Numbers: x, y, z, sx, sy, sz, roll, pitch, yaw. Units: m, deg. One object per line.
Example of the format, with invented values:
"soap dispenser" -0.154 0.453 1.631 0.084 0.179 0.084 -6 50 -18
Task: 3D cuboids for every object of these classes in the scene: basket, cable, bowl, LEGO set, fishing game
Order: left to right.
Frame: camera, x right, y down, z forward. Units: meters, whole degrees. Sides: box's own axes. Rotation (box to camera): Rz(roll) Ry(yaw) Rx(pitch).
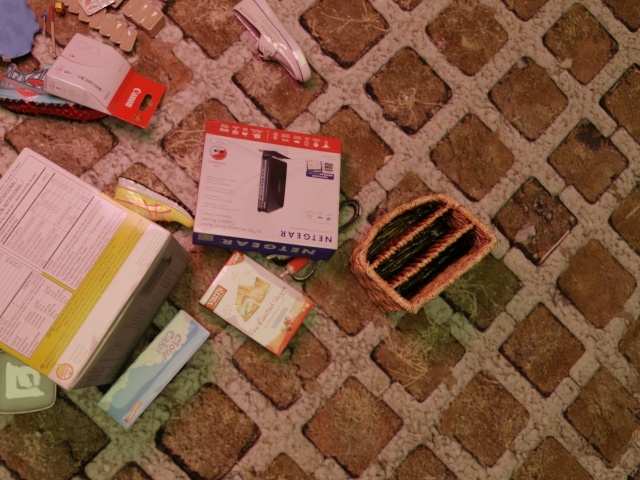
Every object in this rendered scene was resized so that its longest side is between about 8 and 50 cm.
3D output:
"fishing game" -0.739 -0.501 1.458 0.264 0.041 0.189 0 79 -46
"bowl" -0.658 0.309 1.417 0.142 0.053 0.141 -3 83 -13
"LEGO set" -0.557 -0.650 1.539 0.244 0.060 0.182 -33 80 -10
"cable" 0.000 0.000 1.582 0.287 0.072 0.139 -29 87 -13
"basket" 0.235 0.016 1.554 0.299 0.223 0.213 -36 91 -13

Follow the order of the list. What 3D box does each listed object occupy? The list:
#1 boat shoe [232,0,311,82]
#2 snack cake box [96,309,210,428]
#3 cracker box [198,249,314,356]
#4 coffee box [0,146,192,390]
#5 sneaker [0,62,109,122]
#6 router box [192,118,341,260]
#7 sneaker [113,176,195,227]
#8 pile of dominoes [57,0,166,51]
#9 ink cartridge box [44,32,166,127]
"boat shoe" -0.125 -0.500 1.609 0.088 0.096 0.267 -34 90 -10
"snack cake box" -0.369 0.281 1.430 0.089 0.152 0.264 42 77 -4
"cracker box" -0.155 0.150 1.535 0.232 0.067 0.155 35 77 -5
"coffee box" -0.513 0.071 1.314 0.335 0.337 0.338 30 78 1
"sneaker" -0.611 -0.355 1.484 0.262 0.104 0.125 7 80 -11
"router box" -0.122 -0.121 1.530 0.336 0.082 0.301 7 67 -11
"sneaker" -0.395 -0.070 1.514 0.209 0.081 0.094 26 89 -4
"pile of dominoes" -0.509 -0.594 1.581 0.251 0.040 0.196 35 78 3
"ink cartridge box" -0.490 -0.374 1.482 0.233 0.066 0.189 17 45 -9
